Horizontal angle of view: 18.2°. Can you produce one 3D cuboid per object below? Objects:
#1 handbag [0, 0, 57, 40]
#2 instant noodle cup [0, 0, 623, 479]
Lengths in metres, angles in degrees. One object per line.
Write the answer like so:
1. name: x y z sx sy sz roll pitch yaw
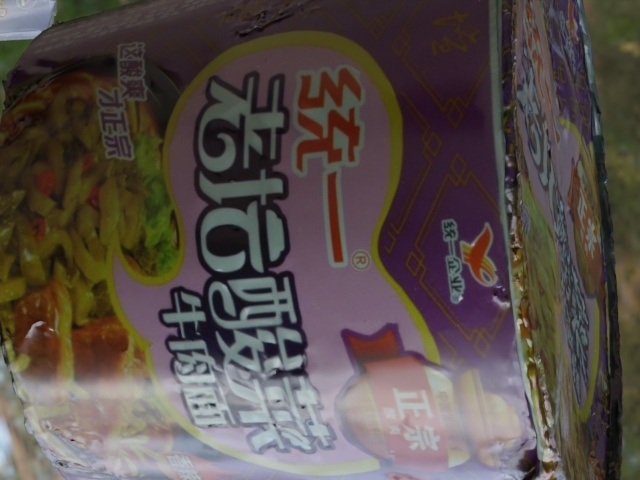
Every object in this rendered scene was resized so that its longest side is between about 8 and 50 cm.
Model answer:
1. handbag: -0.261 -0.201 1.453 0.173 0.117 0.095 -6 -168 -32
2. instant noodle cup: 0.000 0.000 1.004 0.265 0.340 0.340 -6 -152 14
